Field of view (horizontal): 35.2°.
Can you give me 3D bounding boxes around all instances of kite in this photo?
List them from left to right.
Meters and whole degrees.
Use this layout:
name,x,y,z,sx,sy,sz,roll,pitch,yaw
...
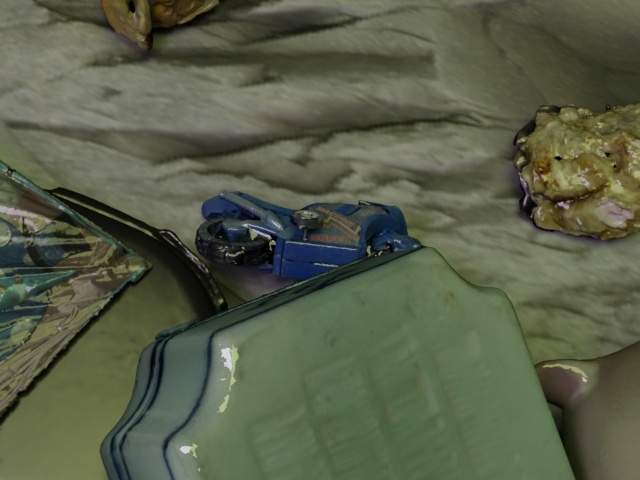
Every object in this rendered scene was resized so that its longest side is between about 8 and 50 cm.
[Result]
name,x,y,z,sx,sy,sz,roll,pitch,yaw
kite,-0.302,0.037,0.704,0.368,0.014,0.406,-6,67,-12

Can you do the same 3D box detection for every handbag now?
name,x,y,z,sx,sy,sz,roll,pitch,yaw
handbag,-0.216,0.082,0.758,0.308,0.093,0.254,23,64,2

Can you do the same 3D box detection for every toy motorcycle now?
name,x,y,z,sx,sy,sz,roll,pitch,yaw
toy motorcycle,0.000,0.000,0.826,0.205,0.114,0.076,6,110,-3

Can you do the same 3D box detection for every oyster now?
name,x,y,z,sx,sy,sz,roll,pitch,yaw
oyster,0.267,-0.085,0.915,0.163,0.081,0.191,32,62,10

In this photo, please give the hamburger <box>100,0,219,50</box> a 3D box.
name,x,y,z,sx,sy,sz,roll,pitch,yaw
hamburger,-0.132,-0.291,0.909,0.135,0.155,0.207,41,74,15

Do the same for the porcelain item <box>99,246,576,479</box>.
name,x,y,z,sx,sy,sz,roll,pitch,yaw
porcelain item,0.018,0.163,0.675,0.281,0.157,0.286,-22,91,-32

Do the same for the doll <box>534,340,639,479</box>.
name,x,y,z,sx,sy,sz,roll,pitch,yaw
doll,0.310,0.236,0.713,0.215,0.226,0.370,-27,59,13
